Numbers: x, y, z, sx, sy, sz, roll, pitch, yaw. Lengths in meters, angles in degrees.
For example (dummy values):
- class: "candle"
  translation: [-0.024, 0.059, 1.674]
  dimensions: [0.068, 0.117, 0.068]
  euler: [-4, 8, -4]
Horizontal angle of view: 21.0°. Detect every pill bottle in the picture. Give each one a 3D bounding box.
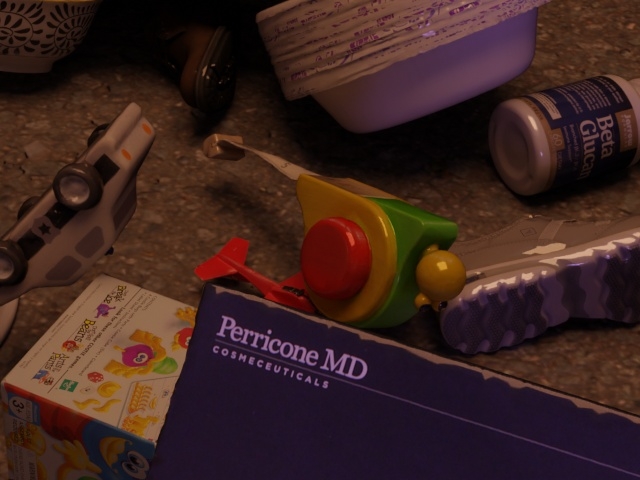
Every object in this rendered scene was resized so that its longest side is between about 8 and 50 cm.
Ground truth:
- class: "pill bottle"
  translation: [0.255, -0.107, 1.658]
  dimensions: [0.169, 0.094, 0.094]
  euler: [-16, 44, -23]

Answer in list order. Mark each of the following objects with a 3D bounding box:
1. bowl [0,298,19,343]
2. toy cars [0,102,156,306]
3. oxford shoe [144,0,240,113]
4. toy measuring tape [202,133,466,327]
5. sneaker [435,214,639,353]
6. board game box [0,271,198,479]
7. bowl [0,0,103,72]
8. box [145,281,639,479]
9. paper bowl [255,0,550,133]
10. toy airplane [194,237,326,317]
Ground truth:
- class: "bowl"
  translation: [-0.404, 0.003, 1.436]
  dimensions: [0.298, 0.134, 0.298]
  euler: [2, 39, -2]
- class: "toy cars"
  translation: [-0.248, 0.065, 1.297]
  dimensions: [0.087, 0.176, 0.393]
  euler: [43, 75, -10]
- class: "oxford shoe"
  translation: [-0.131, -0.188, 1.740]
  dimensions: [0.096, 0.083, 0.227]
  euler: [0, 28, -1]
- class: "toy measuring tape"
  translation: [0.000, 0.000, 1.496]
  dimensions: [0.121, 0.121, 0.330]
  euler: [-27, 34, -32]
- class: "sneaker"
  translation: [0.222, 0.008, 1.508]
  dimensions: [0.281, 0.105, 0.115]
  euler: [-10, 42, -15]
- class: "board game box"
  translation: [-0.077, 0.157, 1.270]
  dimensions: [0.275, 0.142, 0.144]
  euler: [19, 42, 18]
- class: "bowl"
  translation: [-0.304, -0.212, 1.727]
  dimensions: [0.170, 0.080, 0.170]
  euler: [6, 12, -1]
- class: "box"
  translation: [0.057, 0.226, 1.035]
  dimensions: [0.343, 0.312, 0.179]
  euler: [18, -3, 10]
- class: "paper bowl"
  translation: [0.092, -0.200, 1.655]
  dimensions: [0.284, 0.148, 0.284]
  euler: [-21, 6, 2]
- class: "toy airplane"
  translation: [-0.044, 0.041, 1.504]
  dimensions: [0.151, 0.028, 0.151]
  euler: [4, 38, -3]
